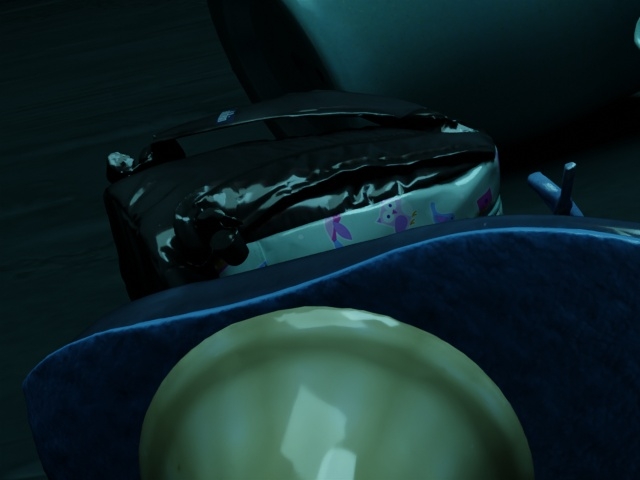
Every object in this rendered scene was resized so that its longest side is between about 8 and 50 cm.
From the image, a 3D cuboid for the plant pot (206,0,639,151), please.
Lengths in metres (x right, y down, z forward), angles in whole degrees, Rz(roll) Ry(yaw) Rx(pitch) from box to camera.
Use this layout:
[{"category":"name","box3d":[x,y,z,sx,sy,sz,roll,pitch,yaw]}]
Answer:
[{"category":"plant pot","box3d":[0.074,-0.168,1.220,0.255,0.272,0.271,-31,20,-16]}]

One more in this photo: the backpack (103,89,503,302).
[{"category":"backpack","box3d":[0.000,0.000,0.897,0.182,0.115,0.152,-14,27,-14]}]

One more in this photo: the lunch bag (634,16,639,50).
[{"category":"lunch bag","box3d":[0.297,-0.148,0.786,0.223,0.262,0.160,18,13,-32]}]

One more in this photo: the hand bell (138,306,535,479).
[{"category":"hand bell","box3d":[-0.011,0.131,0.491,0.126,0.126,0.242,-8,27,13]}]

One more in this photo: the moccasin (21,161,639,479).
[{"category":"moccasin","box3d":[0.046,0.037,0.689,0.342,0.138,0.117,-1,14,31]}]
